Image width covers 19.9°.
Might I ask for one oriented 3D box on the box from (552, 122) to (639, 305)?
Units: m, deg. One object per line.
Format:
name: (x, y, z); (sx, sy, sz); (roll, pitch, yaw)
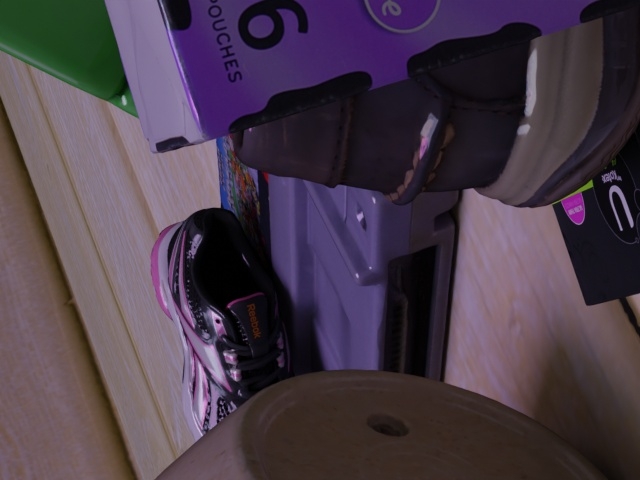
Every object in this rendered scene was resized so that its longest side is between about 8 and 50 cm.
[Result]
box: (0.110, -0.018, 0.574); (0.083, 0.052, 0.062); (148, 104, -75)

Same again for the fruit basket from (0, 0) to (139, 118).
fruit basket: (-0.092, -0.266, 0.793); (0.392, 0.283, 0.392); (-49, 26, 34)

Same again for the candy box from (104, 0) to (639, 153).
candy box: (0.034, -0.127, 0.421); (0.070, 0.196, 0.165); (-176, 69, -75)

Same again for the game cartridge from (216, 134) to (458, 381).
game cartridge: (0.000, 0.000, 1.045); (0.230, 0.068, 0.355); (58, 162, 33)

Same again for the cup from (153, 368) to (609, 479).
cup: (0.018, 0.197, 0.780); (0.331, 0.331, 0.237); (-127, 47, -55)

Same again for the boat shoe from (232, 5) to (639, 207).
boat shoe: (0.007, -0.183, 0.532); (0.132, 0.130, 0.355); (133, 130, -73)

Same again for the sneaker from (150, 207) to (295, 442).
sneaker: (-0.049, 0.062, 1.062); (0.178, 0.072, 0.077); (64, 155, 10)
